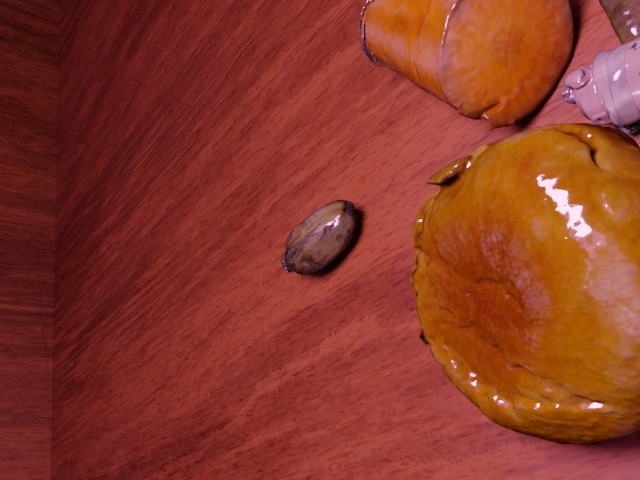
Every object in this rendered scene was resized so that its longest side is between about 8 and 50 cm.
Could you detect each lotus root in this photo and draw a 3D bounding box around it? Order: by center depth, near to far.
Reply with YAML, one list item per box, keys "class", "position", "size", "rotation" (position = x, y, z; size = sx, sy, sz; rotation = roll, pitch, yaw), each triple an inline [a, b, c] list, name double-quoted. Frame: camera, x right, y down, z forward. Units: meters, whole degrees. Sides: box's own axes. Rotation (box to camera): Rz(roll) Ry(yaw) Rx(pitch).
- class: "lotus root"
  position: [0.000, 0.000, 1.060]
  size: [0.179, 0.080, 0.089]
  rotation: [-40, 38, 32]

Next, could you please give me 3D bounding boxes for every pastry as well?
- class: "pastry"
  position: [0.229, 0.043, 0.663]
  size: [0.356, 0.164, 0.356]
  rotation: [19, 112, 60]

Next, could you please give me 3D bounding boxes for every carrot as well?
- class: "carrot"
  position: [0.336, -0.356, 0.756]
  size: [0.070, 0.070, 0.342]
  rotation: [-34, 57, 41]
- class: "carrot"
  position: [0.184, -0.277, 0.862]
  size: [0.196, 0.196, 0.254]
  rotation: [-66, 29, 14]

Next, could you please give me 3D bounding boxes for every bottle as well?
- class: "bottle"
  position: [0.342, -0.170, 0.676]
  size: [0.152, 0.099, 0.099]
  rotation: [-17, 67, 50]
